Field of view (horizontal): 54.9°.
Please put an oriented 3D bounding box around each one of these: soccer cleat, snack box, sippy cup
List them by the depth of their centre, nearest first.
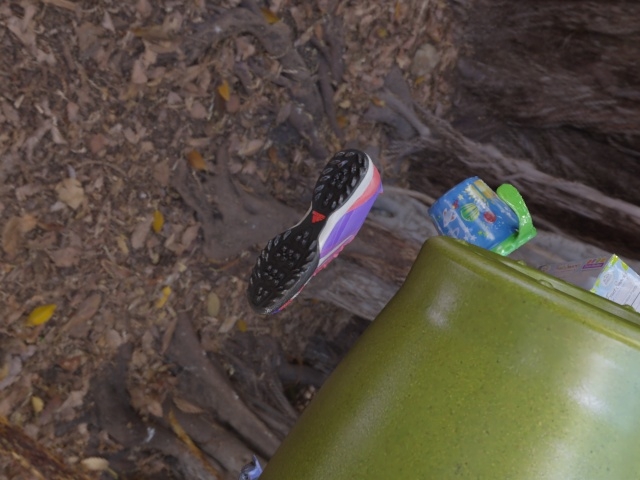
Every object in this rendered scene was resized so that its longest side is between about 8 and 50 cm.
[{"bbox_3d":[0.409,0.114,0.850,0.070,0.207,0.174,-53,-174,-13],"label":"snack box"},{"bbox_3d":[0.000,0.000,1.034,0.318,0.109,0.116,-56,142,-7],"label":"soccer cleat"},{"bbox_3d":[0.413,-0.040,1.645,0.305,0.224,0.240,-39,169,26],"label":"sippy cup"}]

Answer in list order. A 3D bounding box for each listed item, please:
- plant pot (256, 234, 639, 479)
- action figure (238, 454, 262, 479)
[{"bbox_3d":[0.117,0.197,0.434,0.366,0.366,0.353,2,112,-68],"label":"plant pot"},{"bbox_3d":[-0.120,0.523,1.104,0.178,0.330,0.341,-138,-146,-78],"label":"action figure"}]
